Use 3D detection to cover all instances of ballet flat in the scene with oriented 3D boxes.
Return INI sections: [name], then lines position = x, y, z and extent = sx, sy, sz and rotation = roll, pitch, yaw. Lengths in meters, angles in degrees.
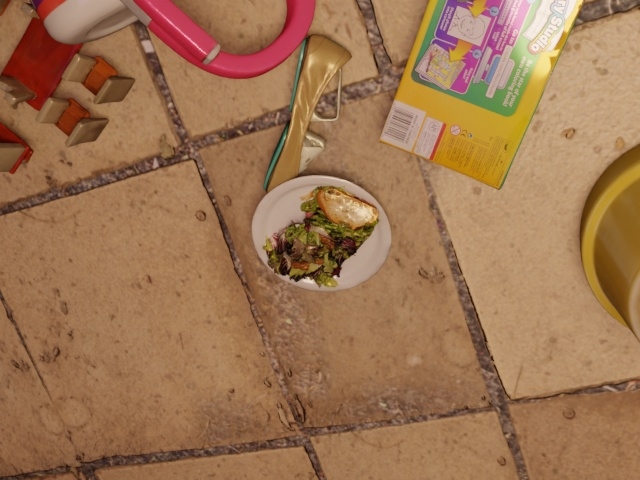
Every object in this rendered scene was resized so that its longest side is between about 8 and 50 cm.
[ballet flat]
position = -0.017, -0.156, 0.999
extent = 0.073, 0.080, 0.232
rotation = 17, 117, -3

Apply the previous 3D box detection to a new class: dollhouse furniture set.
[dollhouse furniture set]
position = -0.438, -0.231, 1.104
extent = 0.262, 0.135, 0.259
rotation = 39, 106, 1

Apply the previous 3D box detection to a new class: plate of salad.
[plate of salad]
position = 0.000, 0.000, 1.044
extent = 0.199, 0.048, 0.200
rotation = 3, 126, 4

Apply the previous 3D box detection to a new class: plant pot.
[plant pot]
position = 0.424, 0.026, 0.827
extent = 0.253, 0.239, 0.254
rotation = 6, 112, 15

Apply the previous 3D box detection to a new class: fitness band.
[fitness band]
position = -0.136, -0.332, 0.897
extent = 0.291, 0.209, 0.054
rotation = 42, 160, -16

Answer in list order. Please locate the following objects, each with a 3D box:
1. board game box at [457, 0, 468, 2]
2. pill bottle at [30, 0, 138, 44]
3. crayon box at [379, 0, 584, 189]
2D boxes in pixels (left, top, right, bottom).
[board game box]
position = 0.278, -0.383, 0.742
extent = 0.303, 0.097, 0.224
rotation = -5, 91, 10
[pill bottle]
position = -0.332, -0.428, 0.939
extent = 0.181, 0.181, 0.323
rotation = -22, 101, 25
[crayon box]
position = 0.197, -0.222, 0.895
extent = 0.165, 0.081, 0.279
rotation = 23, 116, 9
